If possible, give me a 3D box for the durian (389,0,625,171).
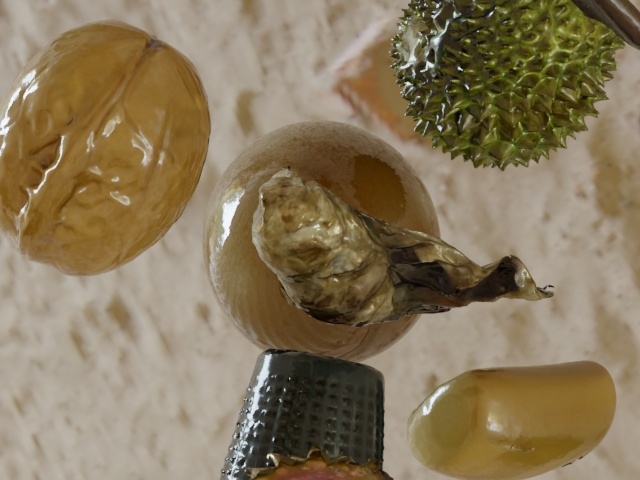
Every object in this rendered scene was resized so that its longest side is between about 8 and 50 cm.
[{"bbox_3d":[0.196,-0.209,1.880,0.291,0.225,0.291,1,92,40],"label":"durian"}]

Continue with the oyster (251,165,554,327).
[{"bbox_3d":[0.068,0.026,1.376,0.166,0.294,0.094,143,137,-63],"label":"oyster"}]

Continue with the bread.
[{"bbox_3d":[0.194,0.184,1.670,0.147,0.217,0.098,-53,52,44],"label":"bread"}]

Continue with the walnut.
[{"bbox_3d":[-0.169,-0.066,1.272,0.159,0.159,0.206,44,112,24],"label":"walnut"}]

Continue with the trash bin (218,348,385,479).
[{"bbox_3d":[-0.010,0.185,1.544,0.175,0.175,0.161,1,78,50],"label":"trash bin"}]

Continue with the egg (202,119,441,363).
[{"bbox_3d":[0.000,0.000,2.010,0.351,0.283,0.282,-103,10,-60],"label":"egg"}]

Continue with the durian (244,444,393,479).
[{"bbox_3d":[-0.033,0.310,1.299,0.112,0.191,0.341,110,164,-53],"label":"durian"}]

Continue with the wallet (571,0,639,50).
[{"bbox_3d":[0.203,-0.272,1.530,0.243,0.039,0.133,39,-174,-24],"label":"wallet"}]
